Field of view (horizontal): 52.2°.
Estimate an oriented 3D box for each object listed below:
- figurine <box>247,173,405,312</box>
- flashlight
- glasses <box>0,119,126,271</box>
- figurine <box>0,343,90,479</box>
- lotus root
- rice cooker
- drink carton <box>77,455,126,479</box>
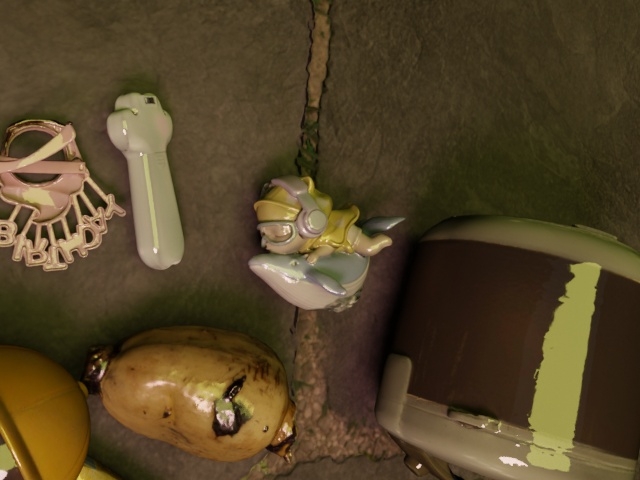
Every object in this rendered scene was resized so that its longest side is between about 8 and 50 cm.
[{"bbox_3d":[0.000,0.000,0.814,0.208,0.128,0.184,-23,97,-35],"label":"figurine"},{"bbox_3d":[-0.195,-0.065,0.742,0.093,0.047,0.201,-27,111,-66],"label":"flashlight"},{"bbox_3d":[-0.325,-0.043,0.658,0.255,0.095,0.162,-4,99,-26],"label":"glasses"},{"bbox_3d":[-0.341,0.202,0.605,0.256,0.167,0.192,-26,106,-2],"label":"figurine"},{"bbox_3d":[-0.127,0.163,0.720,0.256,0.154,0.140,21,85,-22],"label":"lotus root"},{"bbox_3d":[0.243,0.158,0.821,0.335,0.335,0.326,19,79,-26],"label":"rice cooker"},{"bbox_3d":[-0.211,0.314,0.715,0.200,0.074,0.084,45,70,-21],"label":"drink carton"}]
